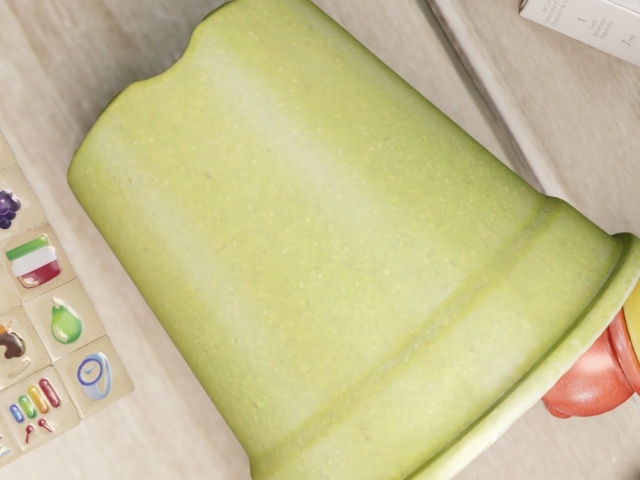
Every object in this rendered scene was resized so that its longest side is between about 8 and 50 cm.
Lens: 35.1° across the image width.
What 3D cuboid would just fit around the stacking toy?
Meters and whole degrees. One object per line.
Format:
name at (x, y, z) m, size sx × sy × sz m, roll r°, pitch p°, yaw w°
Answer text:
stacking toy at (0.289, 0.153, 0.837) m, size 0.279 × 0.130 × 0.309 m, roll -26°, pitch 94°, yaw -60°

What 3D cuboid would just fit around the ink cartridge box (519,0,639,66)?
ink cartridge box at (0.245, -0.325, 0.939) m, size 0.261 × 0.066 × 0.296 m, roll 26°, pitch 61°, yaw 5°

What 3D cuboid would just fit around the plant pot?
plant pot at (0.000, 0.000, 0.598) m, size 0.254 × 0.276 × 0.276 m, roll 49°, pitch 57°, yaw 2°

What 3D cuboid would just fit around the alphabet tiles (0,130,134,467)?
alphabet tiles at (-0.247, 0.053, 0.562) m, size 0.237 × 0.009 × 0.198 m, roll -28°, pitch 92°, yaw -34°
